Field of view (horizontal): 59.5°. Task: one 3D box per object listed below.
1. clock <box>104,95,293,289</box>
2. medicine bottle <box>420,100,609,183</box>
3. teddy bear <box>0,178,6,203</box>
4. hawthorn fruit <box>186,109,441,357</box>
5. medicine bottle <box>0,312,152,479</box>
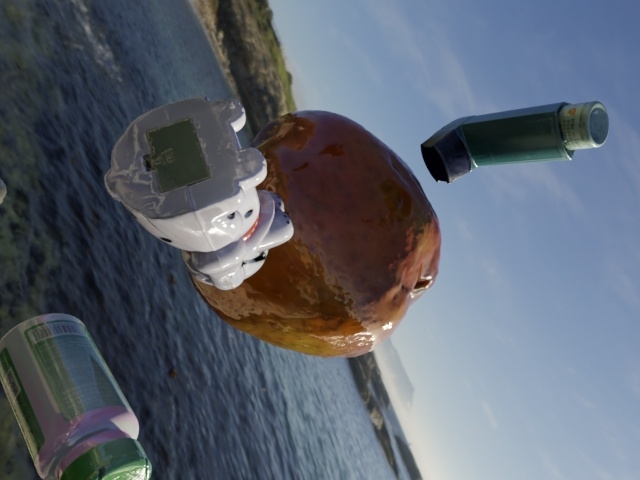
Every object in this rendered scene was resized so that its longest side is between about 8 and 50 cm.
[{"bbox_3d":[-0.132,-0.029,0.713,0.254,0.189,0.189,71,-3,-53],"label":"clock"},{"bbox_3d":[0.282,-0.151,0.838,0.258,0.124,0.079,2,-55,50],"label":"medicine bottle"},{"bbox_3d":[-0.257,-0.098,0.234,0.144,0.171,0.251,23,-49,26],"label":"teddy bear"},{"bbox_3d":[0.000,0.000,1.063,0.472,0.472,0.471,-22,90,-90],"label":"hawthorn fruit"},{"bbox_3d":[-0.335,0.232,0.758,0.274,0.133,0.133,43,-14,34],"label":"medicine bottle"}]
